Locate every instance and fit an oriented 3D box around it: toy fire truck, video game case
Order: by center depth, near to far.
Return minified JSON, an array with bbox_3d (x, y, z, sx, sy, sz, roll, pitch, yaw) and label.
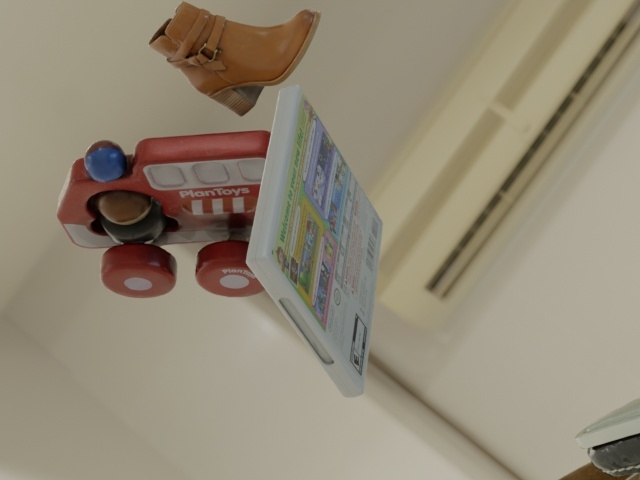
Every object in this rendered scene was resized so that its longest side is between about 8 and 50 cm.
[{"bbox_3d":[0.000,0.000,1.358,0.193,0.023,0.212,56,-150,-40],"label":"video game case"},{"bbox_3d":[-0.182,-0.056,1.897,0.254,0.302,0.169,75,-164,-60],"label":"toy fire truck"}]

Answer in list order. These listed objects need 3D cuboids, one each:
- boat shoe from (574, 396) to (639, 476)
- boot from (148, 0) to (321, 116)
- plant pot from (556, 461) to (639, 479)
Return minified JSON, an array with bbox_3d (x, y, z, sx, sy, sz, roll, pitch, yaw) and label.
[{"bbox_3d":[0.315,0.118,0.997,0.302,0.091,0.114,-21,2,31],"label":"boat shoe"},{"bbox_3d":[-0.105,-0.245,1.848,0.197,0.152,0.073,-41,21,35],"label":"boot"},{"bbox_3d":[0.306,0.346,1.463,0.237,0.254,0.237,-30,-5,-3],"label":"plant pot"}]
